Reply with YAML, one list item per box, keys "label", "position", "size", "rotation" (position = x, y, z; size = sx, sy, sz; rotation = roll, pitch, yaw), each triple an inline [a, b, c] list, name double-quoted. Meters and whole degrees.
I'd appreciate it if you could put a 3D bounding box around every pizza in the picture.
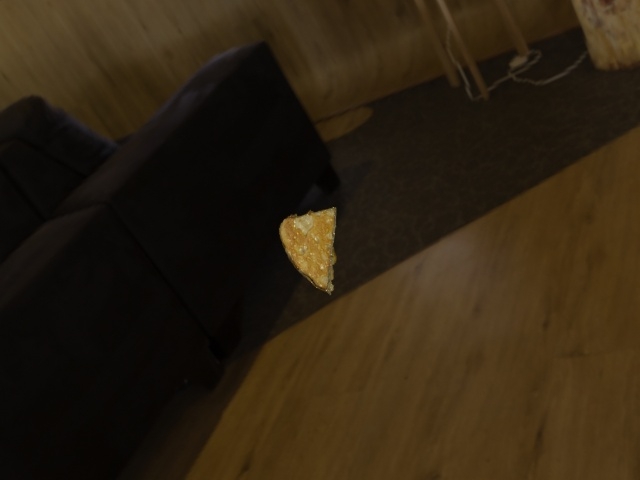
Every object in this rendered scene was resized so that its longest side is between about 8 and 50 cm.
- label: "pizza"
  position: [0.000, 0.000, 1.033]
  size: [0.026, 0.123, 0.108]
  rotation: [-9, -36, -49]
